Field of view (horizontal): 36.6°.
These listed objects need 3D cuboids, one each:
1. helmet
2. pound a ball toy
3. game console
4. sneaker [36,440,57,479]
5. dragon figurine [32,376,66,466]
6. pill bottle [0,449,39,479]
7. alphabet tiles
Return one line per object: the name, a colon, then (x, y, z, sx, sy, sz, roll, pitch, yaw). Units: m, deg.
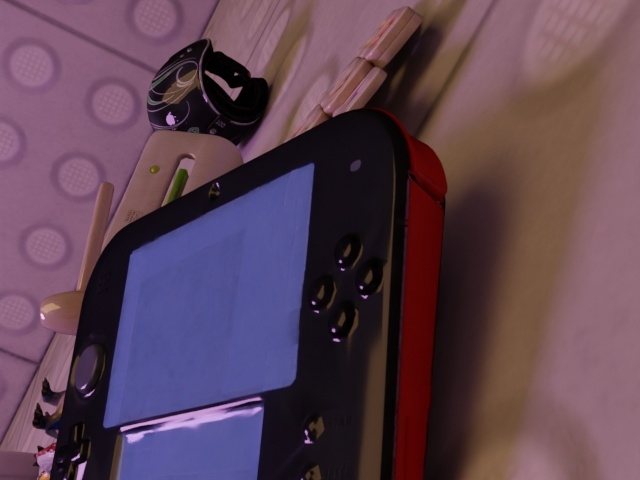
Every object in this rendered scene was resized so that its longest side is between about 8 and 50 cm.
helmet: (-0.174, -0.199, 1.411, 0.162, 0.169, 0.169, -23, 42, 42)
pound a ball toy: (-0.177, 0.012, 1.110, 0.208, 0.136, 0.319, 83, -161, -56)
game console: (-0.076, 0.112, 0.637, 0.387, 0.060, 0.342, -22, 51, 47)
sneaker: (-0.284, 0.291, 1.165, 0.092, 0.088, 0.225, 55, 151, 20)
dragon figurine: (-0.304, 0.258, 1.296, 0.085, 0.144, 0.289, -89, 9, -50)
pill bottle: (-0.454, 0.422, 1.305, 0.152, 0.152, 0.272, 151, 125, -64)
alphabet tiles: (-0.012, -0.095, 0.877, 0.284, 0.021, 0.278, -51, 8, 9)
